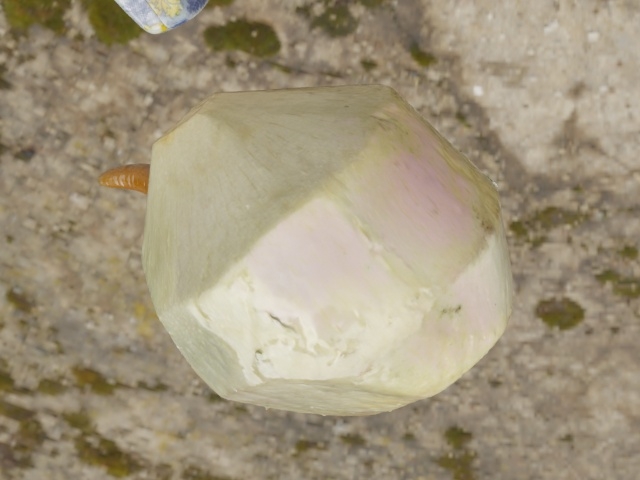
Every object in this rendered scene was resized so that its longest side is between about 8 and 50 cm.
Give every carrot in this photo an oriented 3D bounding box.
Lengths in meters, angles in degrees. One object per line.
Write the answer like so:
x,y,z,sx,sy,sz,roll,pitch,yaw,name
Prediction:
-0.130,-0.044,0.964,0.142,0.035,0.035,15,146,43,carrot

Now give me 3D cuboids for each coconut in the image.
0.000,0.000,0.735,0.197,0.237,0.237,-40,118,17,coconut

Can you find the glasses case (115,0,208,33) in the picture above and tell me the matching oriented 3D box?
-0.135,-0.227,0.653,0.065,0.087,0.248,-18,126,24,glasses case
